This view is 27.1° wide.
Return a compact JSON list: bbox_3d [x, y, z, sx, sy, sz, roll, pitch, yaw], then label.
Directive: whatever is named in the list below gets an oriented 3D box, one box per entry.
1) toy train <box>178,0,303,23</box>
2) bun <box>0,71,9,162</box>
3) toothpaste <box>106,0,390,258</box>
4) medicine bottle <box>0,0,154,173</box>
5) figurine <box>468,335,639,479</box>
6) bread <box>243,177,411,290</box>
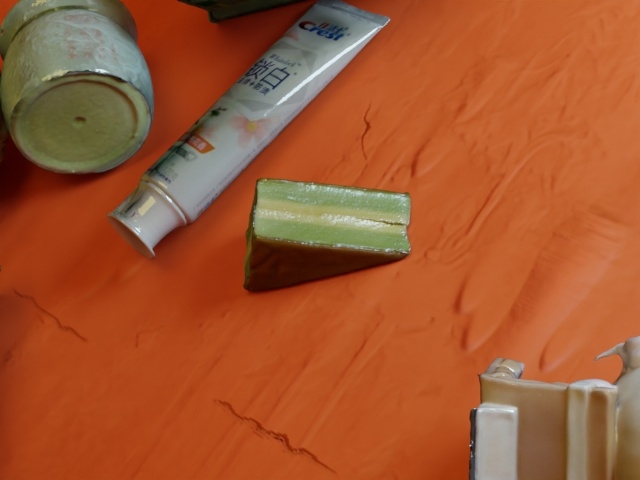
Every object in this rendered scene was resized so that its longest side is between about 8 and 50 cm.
[{"bbox_3d":[-0.027,-0.297,1.264,0.301,0.202,0.120,-10,89,21],"label":"toy train"},{"bbox_3d":[-0.414,-0.099,1.348,0.283,0.179,0.283,-36,28,23],"label":"bun"},{"bbox_3d":[-0.068,-0.116,1.259,0.100,0.066,0.323,26,67,43],"label":"toothpaste"},{"bbox_3d":[-0.243,-0.160,1.317,0.147,0.147,0.143,-26,48,9],"label":"medicine bottle"},{"bbox_3d":[0.220,0.142,0.912,0.237,0.141,0.162,-2,87,23],"label":"figurine"},{"bbox_3d":[0.005,0.000,1.175,0.139,0.084,0.074,4,56,-7],"label":"bread"}]
